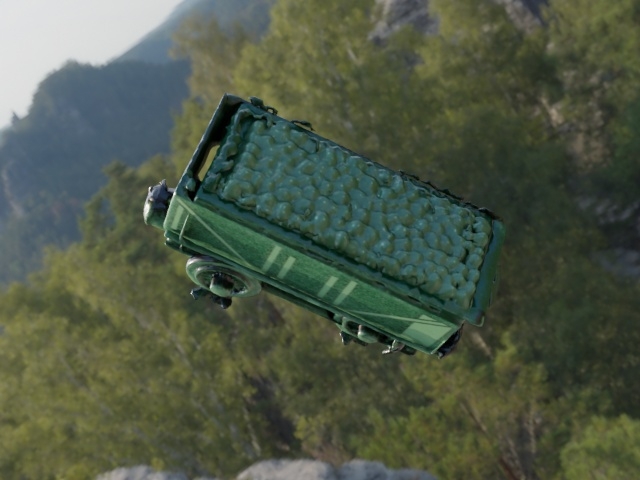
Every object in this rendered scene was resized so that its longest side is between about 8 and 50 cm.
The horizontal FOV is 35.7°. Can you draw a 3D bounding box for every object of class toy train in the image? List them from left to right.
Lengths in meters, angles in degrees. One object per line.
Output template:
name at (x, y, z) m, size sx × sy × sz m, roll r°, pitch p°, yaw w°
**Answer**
toy train at (0.000, 0.000, 0.755) m, size 0.154 × 0.269 × 0.115 m, roll 122°, pitch 172°, yaw -55°
